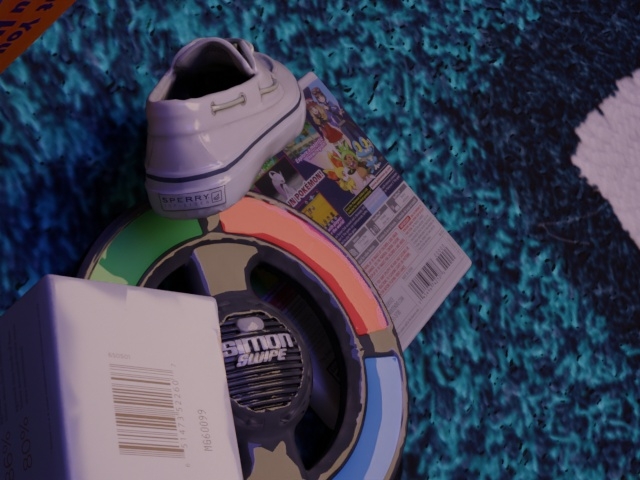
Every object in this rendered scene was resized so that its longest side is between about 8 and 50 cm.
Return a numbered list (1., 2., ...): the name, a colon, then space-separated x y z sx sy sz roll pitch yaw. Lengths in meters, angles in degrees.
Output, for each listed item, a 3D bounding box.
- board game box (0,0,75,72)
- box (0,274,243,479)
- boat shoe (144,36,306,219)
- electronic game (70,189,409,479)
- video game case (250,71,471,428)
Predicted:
1. board game box: -0.296 -0.214 0.556 0.356 0.356 0.356 57 34 3
2. box: -0.121 0.112 0.673 0.091 0.170 0.130 10 58 -37
3. boat shoe: -0.056 -0.088 0.878 0.226 0.083 0.075 -81 165 -66
4. electronic game: -0.045 0.074 0.841 0.229 0.048 0.229 14 62 -28
5. video game case: 0.000 0.000 0.970 0.183 0.023 0.201 50 43 -5
